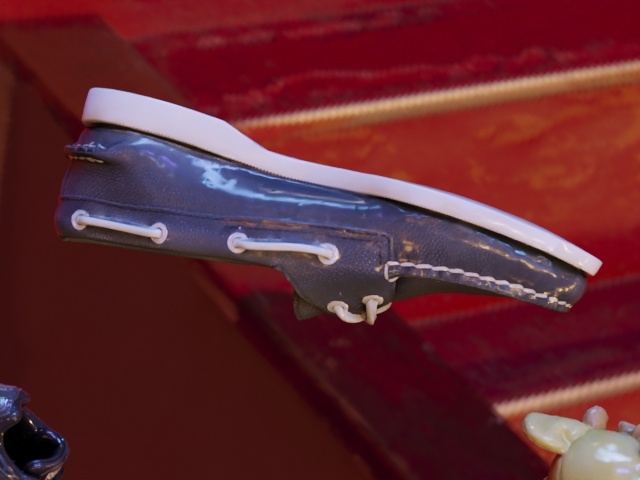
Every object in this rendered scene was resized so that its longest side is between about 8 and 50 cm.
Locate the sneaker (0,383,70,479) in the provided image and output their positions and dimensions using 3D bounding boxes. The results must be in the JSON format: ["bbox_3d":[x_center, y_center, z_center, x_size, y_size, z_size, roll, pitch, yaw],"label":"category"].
[{"bbox_3d":[-0.295,0.246,1.676,0.135,0.097,0.276,-7,118,13],"label":"sneaker"}]

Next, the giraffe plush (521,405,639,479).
[{"bbox_3d":[0.187,0.202,1.177,0.210,0.170,0.181,-29,132,24],"label":"giraffe plush"}]

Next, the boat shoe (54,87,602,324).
[{"bbox_3d":[0.000,0.000,0.973,0.114,0.302,0.091,29,78,-75],"label":"boat shoe"}]
